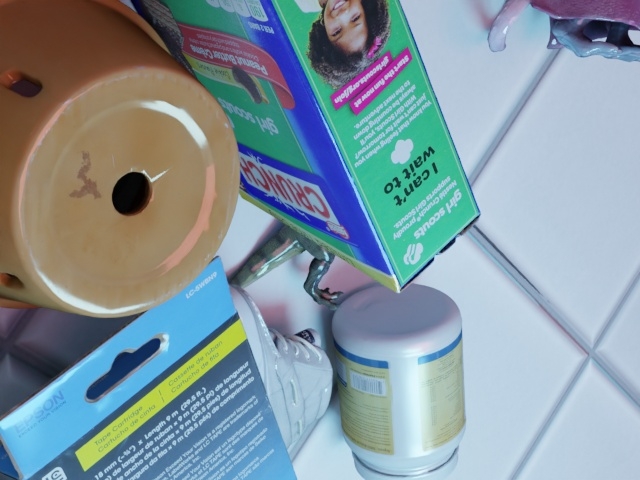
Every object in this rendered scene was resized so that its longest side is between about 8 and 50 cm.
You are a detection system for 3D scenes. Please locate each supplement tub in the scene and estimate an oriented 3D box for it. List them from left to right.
[{"bbox_3d":[0.090,0.164,1.354,0.144,0.144,0.199,-22,120,-32],"label":"supplement tub"}]

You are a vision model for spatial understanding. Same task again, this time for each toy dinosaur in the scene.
[{"bbox_3d":[0.000,0.000,1.277,0.268,0.064,0.118,-46,125,-11],"label":"toy dinosaur"}]

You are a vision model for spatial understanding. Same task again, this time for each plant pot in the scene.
[{"bbox_3d":[-0.201,-0.061,0.982,0.291,0.203,0.290,-17,118,-35],"label":"plant pot"}]

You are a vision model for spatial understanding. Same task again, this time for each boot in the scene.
[{"bbox_3d":[-0.055,0.119,1.253,0.123,0.095,0.258,-38,141,-31],"label":"boot"}]

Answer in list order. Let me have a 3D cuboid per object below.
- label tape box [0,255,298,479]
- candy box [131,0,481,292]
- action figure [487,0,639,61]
[{"bbox_3d":[-0.166,0.184,1.097,0.241,0.106,0.333,-38,133,-27],"label":"label tape box"},{"bbox_3d":[-0.024,-0.142,1.054,0.122,0.268,0.317,-41,128,-16],"label":"candy box"},{"bbox_3d":[0.323,-0.389,1.356,0.276,0.248,0.370,0,96,4],"label":"action figure"}]
